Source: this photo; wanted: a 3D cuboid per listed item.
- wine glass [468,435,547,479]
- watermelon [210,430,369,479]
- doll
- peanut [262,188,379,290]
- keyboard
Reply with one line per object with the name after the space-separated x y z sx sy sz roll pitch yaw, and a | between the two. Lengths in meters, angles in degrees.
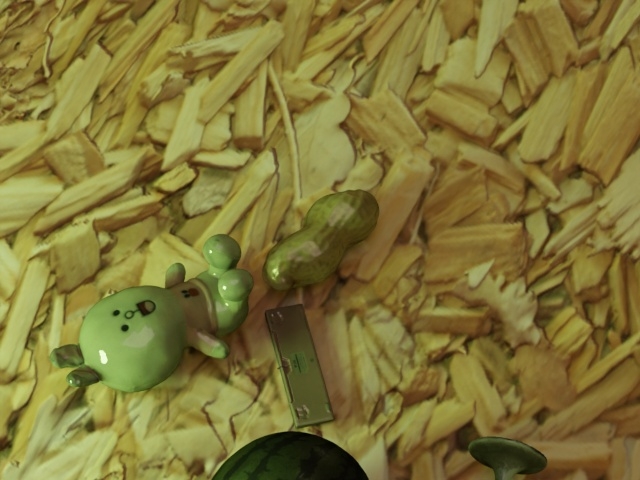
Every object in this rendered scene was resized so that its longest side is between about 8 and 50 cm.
0.237 0.367 1.770 0.096 0.264 0.310 32 59 -26 | wine glass
-0.037 0.325 1.800 0.212 0.212 0.212 1 61 -1 | watermelon
-0.198 0.110 1.973 0.275 0.113 0.155 -32 58 -10 | doll
0.000 0.000 2.053 0.082 0.082 0.187 36 67 17 | peanut
-0.029 0.159 1.999 0.055 0.017 0.166 -10 62 -12 | keyboard
